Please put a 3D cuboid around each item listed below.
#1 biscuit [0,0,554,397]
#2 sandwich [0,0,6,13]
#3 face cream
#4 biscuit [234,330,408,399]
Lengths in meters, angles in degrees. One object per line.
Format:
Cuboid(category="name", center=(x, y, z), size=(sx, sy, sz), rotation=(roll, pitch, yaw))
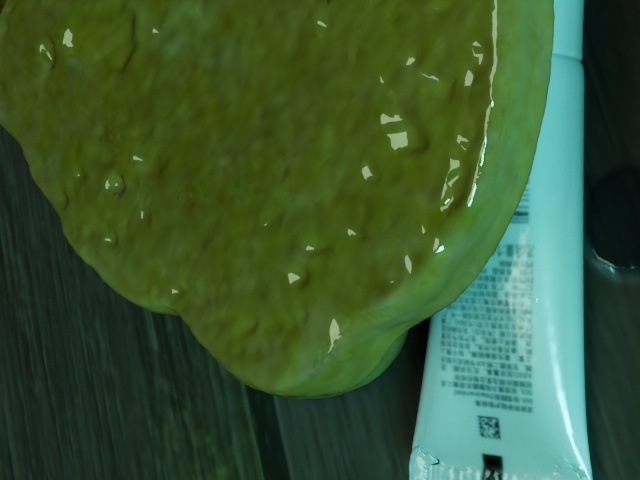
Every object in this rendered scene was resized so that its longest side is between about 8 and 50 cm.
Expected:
Cuboid(category="biscuit", center=(-0.034, -0.104, 0.672), size=(0.351, 0.057, 0.312), rotation=(26, 103, 39))
Cuboid(category="sandwich", center=(-0.202, -0.228, 0.904), size=(0.251, 0.087, 0.226), rotation=(-25, 65, 36))
Cuboid(category="face cream", center=(0.088, -0.004, 0.627), size=(0.092, 0.058, 0.243), rotation=(3, 89, 34))
Cuboid(category="biscuit", center=(-0.003, -0.001, 0.706), size=(0.170, 0.050, 0.170), rotation=(-8, 77, 40))
